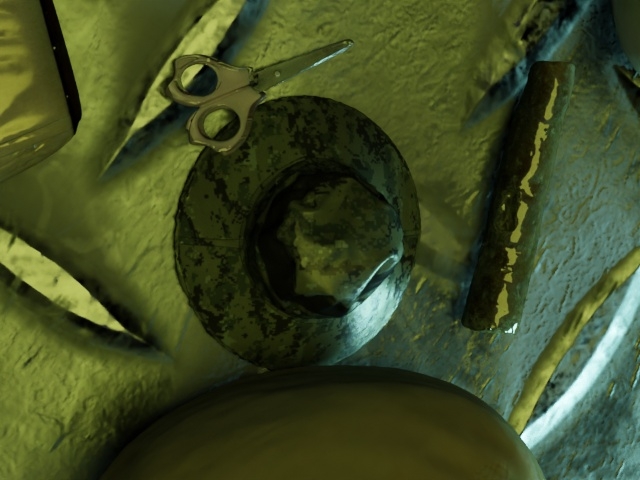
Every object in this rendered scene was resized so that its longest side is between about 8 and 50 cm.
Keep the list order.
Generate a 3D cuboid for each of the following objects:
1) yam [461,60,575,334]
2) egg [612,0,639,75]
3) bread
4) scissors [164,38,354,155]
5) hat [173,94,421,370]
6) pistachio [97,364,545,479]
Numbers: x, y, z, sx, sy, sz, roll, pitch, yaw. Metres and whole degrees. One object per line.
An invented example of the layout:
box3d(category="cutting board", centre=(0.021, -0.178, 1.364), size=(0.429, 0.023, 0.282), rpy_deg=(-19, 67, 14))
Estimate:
box3d(category="yam", centre=(0.195, -0.042, 1.308), size=(0.061, 0.061, 0.274), rpy_deg=(12, 93, -19))
box3d(category="egg", centre=(0.381, -0.227, 1.292), size=(0.206, 0.162, 0.271), rpy_deg=(21, 54, 11))
box3d(category="bread", centre=(-0.316, -0.139, 1.087), size=(0.212, 0.142, 0.224), rpy_deg=(-18, 104, -18))
box3d(category="scissors", centre=(-0.049, -0.149, 1.229), size=(0.189, 0.015, 0.100), rpy_deg=(-26, 83, -19))
box3d(category="hat", centre=(0.000, 0.000, 1.218), size=(0.265, 0.128, 0.265), rpy_deg=(-2, 96, -20))
box3d(category="pistachio", centre=(0.004, 0.276, 1.169), size=(0.445, 0.365, 0.281), rpy_deg=(-19, 147, -18))
